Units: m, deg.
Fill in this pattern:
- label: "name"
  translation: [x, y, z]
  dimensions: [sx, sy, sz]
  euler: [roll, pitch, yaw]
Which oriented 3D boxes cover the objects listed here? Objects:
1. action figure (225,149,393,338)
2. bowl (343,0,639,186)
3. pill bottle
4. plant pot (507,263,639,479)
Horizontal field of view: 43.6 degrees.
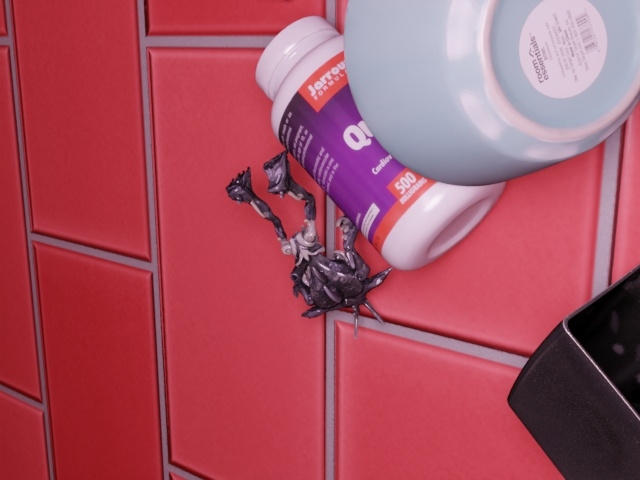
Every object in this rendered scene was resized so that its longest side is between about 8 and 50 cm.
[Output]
- label: "action figure"
  translation: [0.000, 0.000, 1.116]
  dimensions: [0.164, 0.141, 0.275]
  euler: [-27, 110, 32]
- label: "bowl"
  translation: [0.194, -0.194, 0.764]
  dimensions: [0.163, 0.312, 0.311]
  euler: [-146, 52, -69]
- label: "pill bottle"
  translation: [0.063, -0.129, 0.996]
  dimensions: [0.323, 0.182, 0.181]
  euler: [49, 126, 18]
- label: "plant pot"
  translation: [0.322, 0.165, 0.876]
  dimensions: [0.187, 0.188, 0.167]
  euler: [54, 141, 15]
